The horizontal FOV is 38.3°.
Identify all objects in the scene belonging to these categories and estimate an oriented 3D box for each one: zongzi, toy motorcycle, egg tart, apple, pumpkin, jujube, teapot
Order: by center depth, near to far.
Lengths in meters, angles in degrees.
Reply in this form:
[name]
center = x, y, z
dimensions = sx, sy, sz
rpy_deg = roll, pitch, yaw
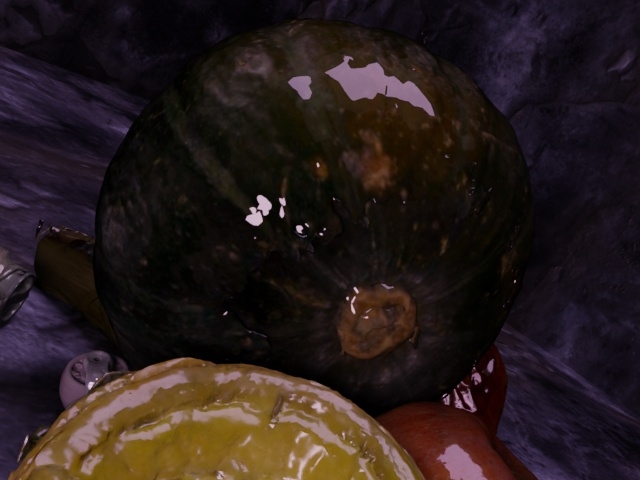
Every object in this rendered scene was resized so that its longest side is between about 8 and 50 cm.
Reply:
[egg tart]
center = -0.070, 0.237, 0.653
dimensions = 0.345, 0.132, 0.345
rpy_deg = 17, 36, -13
[toy motorcycle]
center = -0.188, 0.190, 0.845
dimensions = 0.112, 0.112, 0.254
rpy_deg = 19, 17, -42
[apple]
center = 0.097, 0.277, 0.851
dimensions = 0.253, 0.254, 0.253
rpy_deg = 28, 11, -6
[pumpkin]
center = 0.000, 0.000, 0.940
dimensions = 0.454, 0.454, 0.344
rpy_deg = 21, 25, -35
[teapot]
center = -0.425, 0.020, 1.024
dimensions = 0.200, 0.077, 0.107
rpy_deg = 29, 15, 2
[zongzi]
center = -0.290, 0.066, 1.142
dimensions = 0.204, 0.094, 0.204
rpy_deg = 25, 20, -3
[jujube]
center = 0.176, 0.216, 1.375
dimensions = 0.197, 0.197, 0.290
rpy_deg = 25, 27, -18
